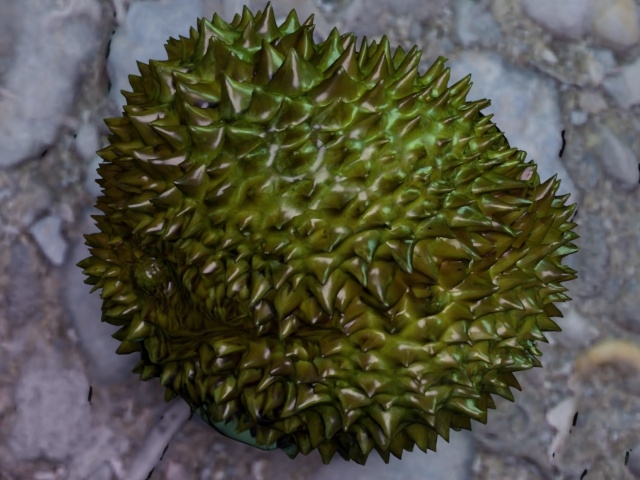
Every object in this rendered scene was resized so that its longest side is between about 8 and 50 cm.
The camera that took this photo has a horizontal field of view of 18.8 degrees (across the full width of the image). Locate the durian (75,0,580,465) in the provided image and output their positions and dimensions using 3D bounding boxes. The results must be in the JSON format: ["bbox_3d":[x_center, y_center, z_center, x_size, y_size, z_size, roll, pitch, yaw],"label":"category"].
[{"bbox_3d":[-0.002,0.003,1.030,0.291,0.291,0.224,27,89,-3],"label":"durian"}]
